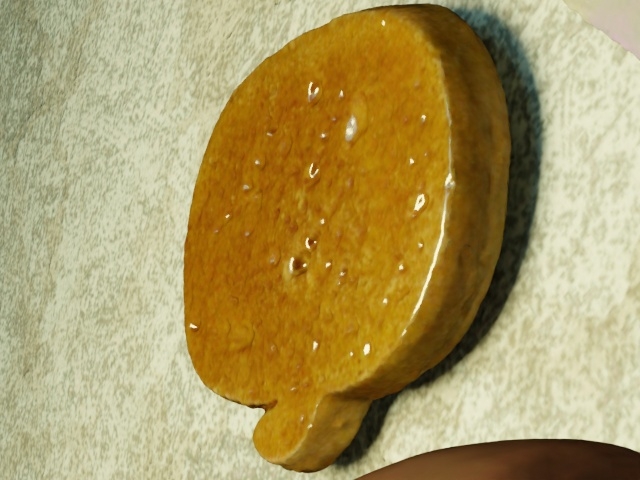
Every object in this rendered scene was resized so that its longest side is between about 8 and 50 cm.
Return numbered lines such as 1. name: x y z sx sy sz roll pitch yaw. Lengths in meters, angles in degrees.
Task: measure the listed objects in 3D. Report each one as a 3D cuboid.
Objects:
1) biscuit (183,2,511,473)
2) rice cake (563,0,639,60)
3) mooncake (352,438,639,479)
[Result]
1. biscuit: 0.008 0.002 1.022 0.394 0.070 0.350 -5 77 58
2. rice cake: 0.182 -0.161 0.805 0.399 0.064 0.070 52 133 51
3. mooncake: 0.082 0.256 0.582 0.174 0.326 0.334 -21 72 45
